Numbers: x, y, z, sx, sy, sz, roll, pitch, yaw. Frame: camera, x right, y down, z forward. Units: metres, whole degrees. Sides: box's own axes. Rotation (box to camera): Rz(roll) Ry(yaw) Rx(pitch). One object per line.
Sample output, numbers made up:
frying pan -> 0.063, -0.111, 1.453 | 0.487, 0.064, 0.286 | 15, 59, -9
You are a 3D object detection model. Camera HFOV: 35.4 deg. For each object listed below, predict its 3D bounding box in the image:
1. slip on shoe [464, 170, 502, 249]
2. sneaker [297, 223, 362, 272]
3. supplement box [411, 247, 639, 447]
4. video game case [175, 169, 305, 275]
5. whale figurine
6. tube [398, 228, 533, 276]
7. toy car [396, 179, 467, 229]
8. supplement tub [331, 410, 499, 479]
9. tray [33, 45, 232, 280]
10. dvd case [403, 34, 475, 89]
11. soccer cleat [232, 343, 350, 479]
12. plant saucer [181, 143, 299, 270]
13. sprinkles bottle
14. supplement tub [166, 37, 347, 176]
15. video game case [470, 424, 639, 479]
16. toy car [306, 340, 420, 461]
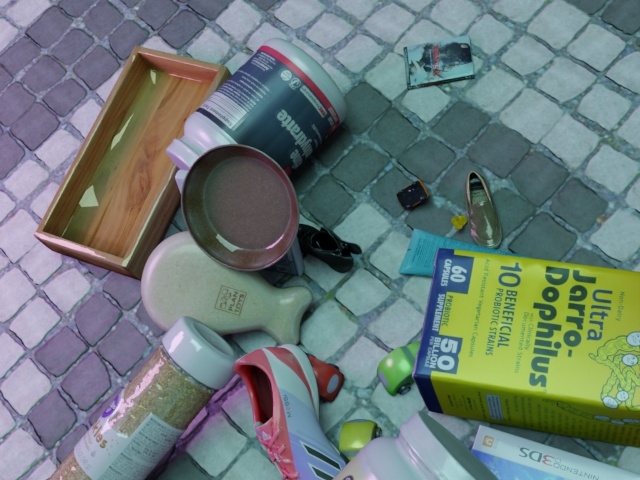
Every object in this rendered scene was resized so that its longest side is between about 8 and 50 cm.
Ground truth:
slip on shoe -> 0.259, -0.050, 1.611 | 0.051, 0.041, 0.135 | -10, 63, 12
sneaker -> -0.002, 0.002, 1.636 | 0.170, 0.089, 0.051 | 29, 76, 25
supplement box -> 0.329, 0.153, 1.401 | 0.357, 0.195, 0.194 | 7, 68, 16
video game case -> -0.128, -0.026, 1.625 | 0.183, 0.201, 0.023 | 9, 51, 20
whale figurine -> -0.152, 0.086, 1.633 | 0.272, 0.141, 0.216 | 16, 92, 0
tube -> 0.229, 0.034, 1.581 | 0.207, 0.052, 0.080 | 12, 65, 26
toy car -> 0.184, -0.053, 1.649 | 0.122, 0.060, 0.040 | 45, 39, 12
supplement tub -> 0.085, 0.403, 1.284 | 0.325, 0.235, 0.235 | -47, 62, 3
tray -> -0.327, -0.146, 1.812 | 0.203, 0.076, 0.411 | 17, 72, 22
dvd case -> 0.208, -0.314, 1.767 | 0.119, 0.013, 0.087 | -8, 64, 13
soccer cleat -> -0.036, 0.304, 1.460 | 0.108, 0.116, 0.318 | -38, 65, 39
plant saucer -> -0.117, -0.052, 1.525 | 0.199, 0.036, 0.198 | 7, 109, 21
sprinkles bottle -> -0.275, 0.284, 1.527 | 0.121, 0.121, 0.355 | 42, 95, 28
supplement tub -> -0.106, -0.190, 1.699 | 0.272, 0.191, 0.191 | -46, 62, -7
video game case -> 0.295, 0.417, 1.372 | 0.244, 0.061, 0.269 | 14, 71, 23
toy car -> 0.077, 0.222, 1.531 | 0.225, 0.053, 0.239 | -33, 61, -1
